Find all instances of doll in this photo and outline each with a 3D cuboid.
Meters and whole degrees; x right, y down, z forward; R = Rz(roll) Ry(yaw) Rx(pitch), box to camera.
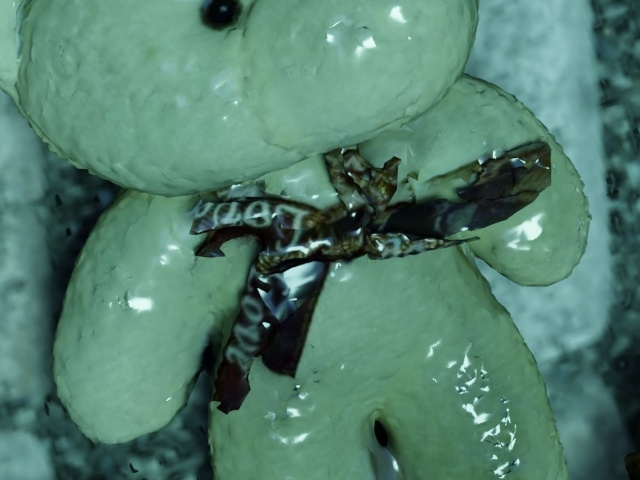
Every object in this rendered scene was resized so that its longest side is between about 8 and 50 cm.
[{"bbox_3d":[0.004,-0.002,0.486,0.175,0.149,0.278,-30,108,-33],"label":"doll"}]

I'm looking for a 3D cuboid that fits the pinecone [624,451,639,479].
[{"bbox_3d":[0.169,0.091,0.497,0.140,0.140,0.121,11,59,-3],"label":"pinecone"}]
